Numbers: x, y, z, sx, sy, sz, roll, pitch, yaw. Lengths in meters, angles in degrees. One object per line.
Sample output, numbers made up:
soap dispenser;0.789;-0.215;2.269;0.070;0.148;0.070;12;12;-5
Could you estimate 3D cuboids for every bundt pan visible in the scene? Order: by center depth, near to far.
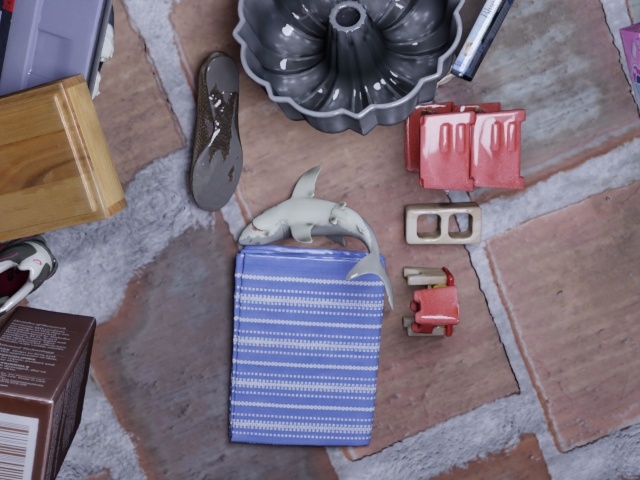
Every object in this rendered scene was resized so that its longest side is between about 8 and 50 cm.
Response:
bundt pan;0.046;-0.291;1.708;0.331;0.124;0.331;-3;66;7

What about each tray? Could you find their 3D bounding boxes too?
tray;-0.507;-0.096;1.741;0.411;0.076;0.203;-12;104;20

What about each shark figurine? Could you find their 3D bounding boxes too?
shark figurine;0.027;-0.006;1.829;0.166;0.278;0.116;-55;143;-19

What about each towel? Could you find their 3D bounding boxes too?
towel;-0.025;0.174;1.920;0.243;0.040;0.336;3;105;-5

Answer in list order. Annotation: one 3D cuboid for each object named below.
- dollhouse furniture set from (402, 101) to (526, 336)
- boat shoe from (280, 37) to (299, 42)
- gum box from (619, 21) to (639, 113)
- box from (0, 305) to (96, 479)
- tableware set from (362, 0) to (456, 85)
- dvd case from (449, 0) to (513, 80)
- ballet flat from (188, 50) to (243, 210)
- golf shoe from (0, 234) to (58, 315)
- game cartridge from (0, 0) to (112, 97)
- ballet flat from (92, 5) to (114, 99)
dollhouse furniture set;0.213;-0.022;1.795;0.152;0.201;0.374;-1;102;-2
boat shoe;-0.008;-0.272;1.807;0.135;0.045;0.050;27;100;-8
gum box;0.524;-0.240;1.807;0.062;0.107;0.188;-18;103;2
box;-0.434;0.243;1.735;0.143;0.381;0.191;10;102;-3
tableware set;0.135;-0.307;1.819;0.141;0.020;0.169;-14;103;0
dvd case;0.265;-0.352;1.734;0.022;0.180;0.253;28;100;7
ballet flat;-0.165;-0.169;1.825;0.084;0.058;0.250;-5;110;-24
golf shoe;-0.536;0.089;1.830;0.273;0.120;0.105;-38;104;7
game cartridge;-0.436;-0.287;1.733;0.230;0.068;0.355;18;108;7
ballet flat;-0.347;-0.272;1.776;0.074;0.074;0.203;23;103;-7
